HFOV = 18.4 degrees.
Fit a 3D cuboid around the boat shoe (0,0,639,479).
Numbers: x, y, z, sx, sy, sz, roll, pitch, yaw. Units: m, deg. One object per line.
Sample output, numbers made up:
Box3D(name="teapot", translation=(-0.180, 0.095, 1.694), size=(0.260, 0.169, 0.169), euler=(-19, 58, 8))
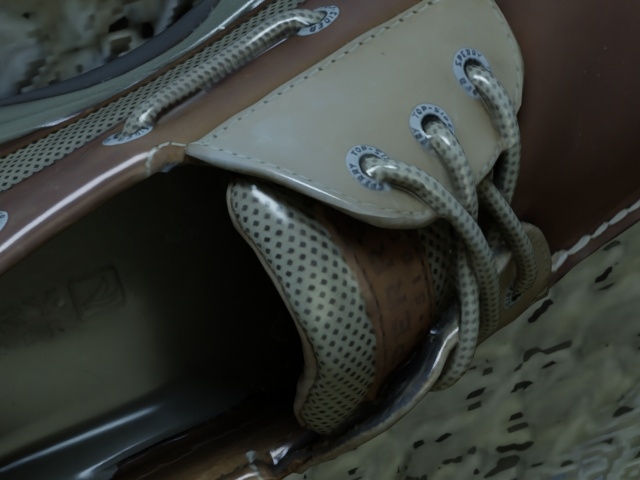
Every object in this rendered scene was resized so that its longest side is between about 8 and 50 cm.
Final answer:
Box3D(name="boat shoe", translation=(0.000, 0.000, 0.461), size=(0.324, 0.116, 0.123), euler=(-28, 119, -8))
